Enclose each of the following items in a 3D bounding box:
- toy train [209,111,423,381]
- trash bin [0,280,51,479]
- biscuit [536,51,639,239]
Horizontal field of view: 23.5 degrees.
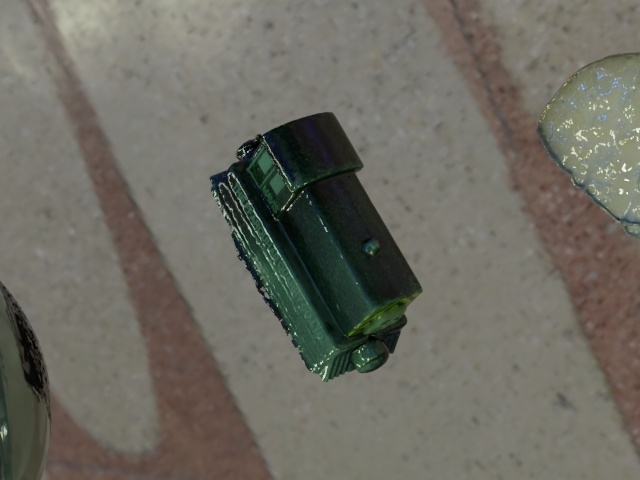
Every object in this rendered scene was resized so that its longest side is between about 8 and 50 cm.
[{"bbox_3d":[0.000,0.000,1.863,0.330,0.138,0.178,60,144,15],"label":"toy train"},{"bbox_3d":[-0.450,0.161,1.327,0.280,0.432,0.280,172,90,-66],"label":"trash bin"},{"bbox_3d":[0.316,-0.090,1.505,0.265,0.040,0.188,12,104,47],"label":"biscuit"}]
